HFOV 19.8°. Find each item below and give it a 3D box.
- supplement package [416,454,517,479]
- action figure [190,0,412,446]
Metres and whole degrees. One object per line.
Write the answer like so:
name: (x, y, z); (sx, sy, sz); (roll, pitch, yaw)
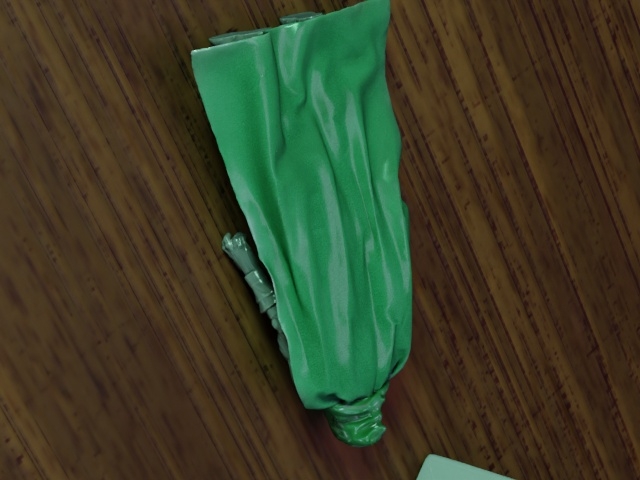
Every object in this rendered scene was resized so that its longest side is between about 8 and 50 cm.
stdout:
supplement package: (0.156, 0.242, 1.069); (0.244, 0.134, 0.139); (33, 77, -36)
action figure: (0.000, 0.000, 0.957); (0.137, 0.063, 0.232); (-20, 105, -36)
